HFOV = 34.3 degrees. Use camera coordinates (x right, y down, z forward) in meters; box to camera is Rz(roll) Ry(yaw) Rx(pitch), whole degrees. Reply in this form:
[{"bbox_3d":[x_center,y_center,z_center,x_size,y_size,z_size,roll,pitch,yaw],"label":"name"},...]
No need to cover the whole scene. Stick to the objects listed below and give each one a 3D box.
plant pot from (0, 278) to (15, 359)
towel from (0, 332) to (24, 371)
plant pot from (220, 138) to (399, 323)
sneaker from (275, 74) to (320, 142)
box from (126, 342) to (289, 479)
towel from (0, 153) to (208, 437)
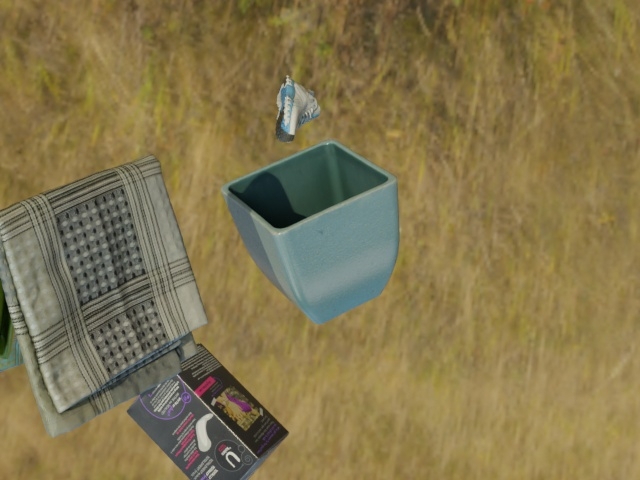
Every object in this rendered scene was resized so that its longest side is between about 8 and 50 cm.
[{"bbox_3d":[-0.654,0.116,1.799,0.228,0.227,0.207,23,-154,17],"label":"plant pot"},{"bbox_3d":[-0.708,0.188,2.172,0.040,0.271,0.370,36,-147,29],"label":"towel"},{"bbox_3d":[0.000,0.000,1.906,0.248,0.247,0.252,38,148,53],"label":"plant pot"},{"bbox_3d":[-0.039,-0.248,1.985,0.082,0.191,0.071,18,129,-13],"label":"sneaker"},{"bbox_3d":[-0.228,0.370,2.104,0.270,0.165,0.143,45,-154,10],"label":"box"},{"bbox_3d":[-0.294,0.071,1.446,0.056,0.324,0.312,-2,-163,35],"label":"towel"}]
